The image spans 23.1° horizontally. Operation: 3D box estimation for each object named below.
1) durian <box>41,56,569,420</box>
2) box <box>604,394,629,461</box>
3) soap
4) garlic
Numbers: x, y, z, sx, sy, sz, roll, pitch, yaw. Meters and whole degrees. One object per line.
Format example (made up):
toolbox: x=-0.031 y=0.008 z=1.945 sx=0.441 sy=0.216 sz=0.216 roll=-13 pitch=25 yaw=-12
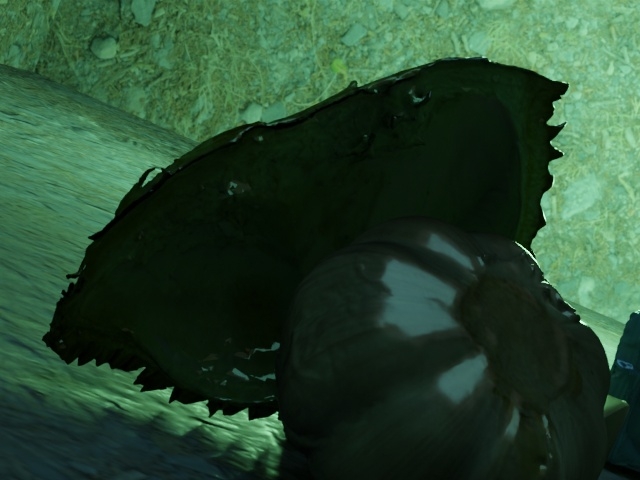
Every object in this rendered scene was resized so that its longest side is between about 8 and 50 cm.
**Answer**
durian: x=0.005 y=0.009 z=1.037 sx=0.394 sy=0.198 sz=0.163 roll=-17 pitch=60 yaw=-22
box: x=0.113 y=0.126 z=1.191 sx=0.212 sy=0.095 sz=0.168 roll=23 pitch=3 yaw=17
soap: x=0.340 y=0.145 z=1.538 sx=0.077 sy=0.156 sz=0.293 roll=22 pitch=6 yaw=23
garlic: x=0.068 y=0.093 z=0.947 sx=0.228 sy=0.152 sz=0.228 roll=22 pitch=41 yaw=-21
